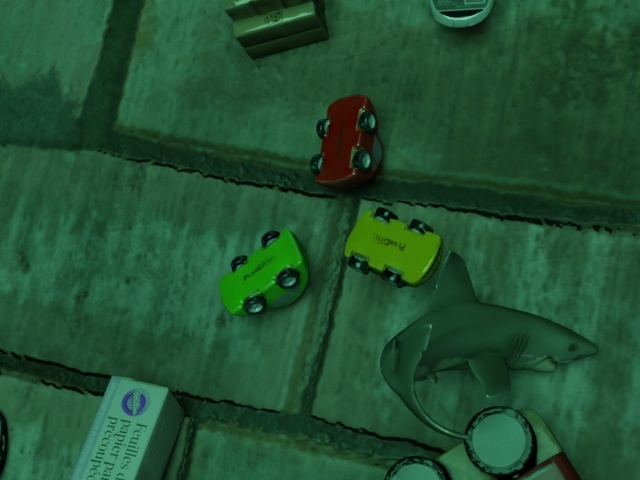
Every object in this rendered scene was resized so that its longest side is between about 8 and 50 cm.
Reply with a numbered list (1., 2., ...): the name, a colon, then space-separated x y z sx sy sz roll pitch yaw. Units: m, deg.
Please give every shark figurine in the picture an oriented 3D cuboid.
1. shark figurine: 0.104 0.070 0.844 0.166 0.278 0.116 10 100 36

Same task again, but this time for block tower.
1. block tower: -0.064 -0.372 1.076 0.097 0.091 0.335 -13 74 11

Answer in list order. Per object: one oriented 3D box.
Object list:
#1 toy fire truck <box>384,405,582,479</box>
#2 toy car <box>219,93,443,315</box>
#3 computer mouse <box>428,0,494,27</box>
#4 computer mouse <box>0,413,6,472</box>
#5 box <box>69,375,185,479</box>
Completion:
1. toy fire truck: 0.139 0.283 0.814 0.217 0.158 0.246 -32 68 5
2. toy car: 0.000 0.000 0.972 0.225 0.053 0.239 -37 49 16
3. computer mouse: 0.142 -0.293 1.027 0.106 0.042 0.193 1 71 11
4. computer mouse: -0.387 0.144 1.063 0.071 0.041 0.242 -28 71 6
5. box: -0.210 0.284 0.914 0.063 0.067 0.324 9 61 15
